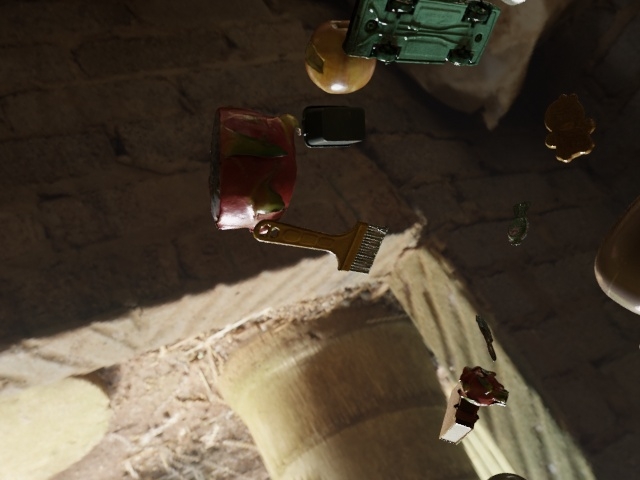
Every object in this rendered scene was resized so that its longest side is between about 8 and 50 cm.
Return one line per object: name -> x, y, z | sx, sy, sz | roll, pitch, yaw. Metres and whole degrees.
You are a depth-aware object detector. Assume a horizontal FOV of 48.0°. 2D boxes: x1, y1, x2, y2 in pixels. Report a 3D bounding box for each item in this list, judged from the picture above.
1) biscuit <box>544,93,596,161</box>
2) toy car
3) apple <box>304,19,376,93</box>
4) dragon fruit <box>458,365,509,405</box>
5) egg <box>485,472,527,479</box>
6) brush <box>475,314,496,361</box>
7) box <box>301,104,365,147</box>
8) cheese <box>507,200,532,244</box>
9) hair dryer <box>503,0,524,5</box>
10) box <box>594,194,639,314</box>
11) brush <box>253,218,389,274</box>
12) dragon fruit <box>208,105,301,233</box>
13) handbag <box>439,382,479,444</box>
biscuit -> 0.659, -0.298, 1.921 | 0.133, 0.184, 0.027 | -36, 150, 24
toy car -> 0.200, -0.429, 1.423 | 0.320, 0.097, 0.141 | -3, 131, -26
apple -> 0.050, -0.462, 1.791 | 0.199, 0.199, 0.199 | -26, 153, -14
dragon fruit -> 0.348, 0.313, 1.526 | 0.081, 0.116, 0.086 | -64, 150, -8
egg -> 0.297, 0.421, 1.133 | 0.103, 0.103, 0.135 | -30, 138, -4
brush -> 0.466, 0.278, 2.002 | 0.021, 0.196, 0.070 | -32, 111, 17
box -> 0.031, -0.229, 1.428 | 0.122, 0.084, 0.069 | -7, -174, -29
cheese -> 0.503, -0.044, 1.822 | 0.026, 0.121, 0.067 | 28, 155, -28
hair dryer -> 0.281, -0.563, 1.477 | 0.203, 0.362, 0.128 | 25, 84, -25
box -> 0.466, 0.008, 0.969 | 0.200, 0.146, 0.088 | -49, 147, -4
brush -> 0.000, 0.000, 1.265 | 0.272, 0.013, 0.103 | 11, 110, -35
dragon fruit -> -0.146, -0.150, 1.582 | 0.189, 0.291, 0.291 | 4, 143, -13
handbag -> 0.332, 0.397, 1.692 | 0.190, 0.062, 0.127 | 97, 13, -65
